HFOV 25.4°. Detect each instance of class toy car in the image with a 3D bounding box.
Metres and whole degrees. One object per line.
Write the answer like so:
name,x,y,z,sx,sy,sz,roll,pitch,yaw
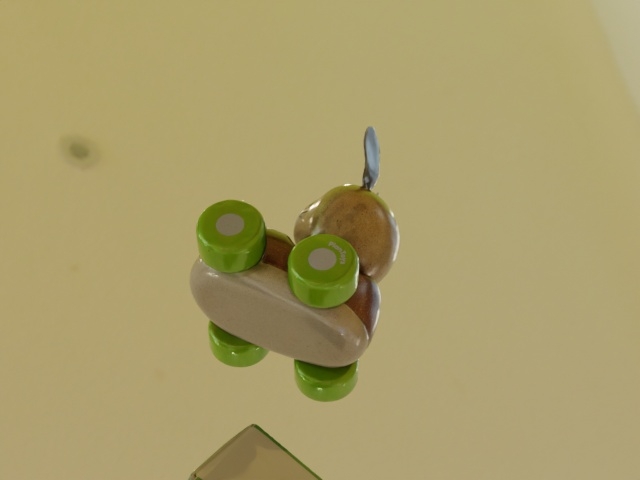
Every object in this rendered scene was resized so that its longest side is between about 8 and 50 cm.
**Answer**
toy car,0.000,0.000,1.113,0.149,0.155,0.188,21,-125,16

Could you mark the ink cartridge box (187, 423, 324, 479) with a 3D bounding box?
ink cartridge box,-0.054,0.261,1.033,0.153,0.208,0.087,39,-144,10
